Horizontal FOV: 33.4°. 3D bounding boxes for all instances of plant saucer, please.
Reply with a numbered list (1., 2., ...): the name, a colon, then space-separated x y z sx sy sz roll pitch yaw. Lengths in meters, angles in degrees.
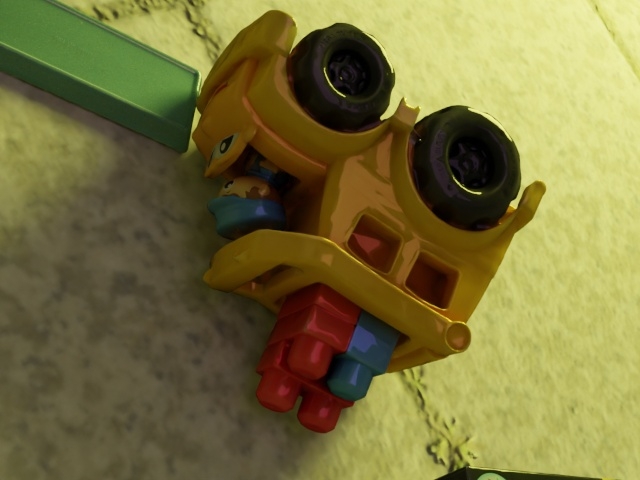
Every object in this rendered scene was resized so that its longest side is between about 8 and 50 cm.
1. plant saucer: -0.162 -0.123 0.687 0.192 0.018 0.067 23 53 -24

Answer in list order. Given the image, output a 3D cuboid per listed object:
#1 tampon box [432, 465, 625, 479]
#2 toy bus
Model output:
1. tampon box: 0.127 0.213 0.652 0.161 0.101 0.121 11 58 -32
2. toy bus: 0.000 0.000 0.669 0.220 0.149 0.212 33 66 -15
